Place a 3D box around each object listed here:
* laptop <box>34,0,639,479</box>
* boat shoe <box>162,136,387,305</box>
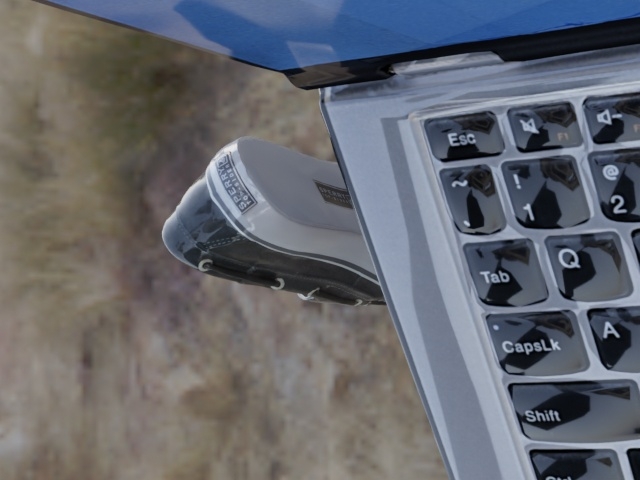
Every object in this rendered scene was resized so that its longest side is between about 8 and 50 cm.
[{"bbox_3d":[0.137,0.040,0.300,0.236,0.381,0.408,-51,-52,-50],"label":"laptop"},{"bbox_3d":[0.000,0.000,0.592,0.040,0.142,0.049,-39,59,21],"label":"boat shoe"}]
